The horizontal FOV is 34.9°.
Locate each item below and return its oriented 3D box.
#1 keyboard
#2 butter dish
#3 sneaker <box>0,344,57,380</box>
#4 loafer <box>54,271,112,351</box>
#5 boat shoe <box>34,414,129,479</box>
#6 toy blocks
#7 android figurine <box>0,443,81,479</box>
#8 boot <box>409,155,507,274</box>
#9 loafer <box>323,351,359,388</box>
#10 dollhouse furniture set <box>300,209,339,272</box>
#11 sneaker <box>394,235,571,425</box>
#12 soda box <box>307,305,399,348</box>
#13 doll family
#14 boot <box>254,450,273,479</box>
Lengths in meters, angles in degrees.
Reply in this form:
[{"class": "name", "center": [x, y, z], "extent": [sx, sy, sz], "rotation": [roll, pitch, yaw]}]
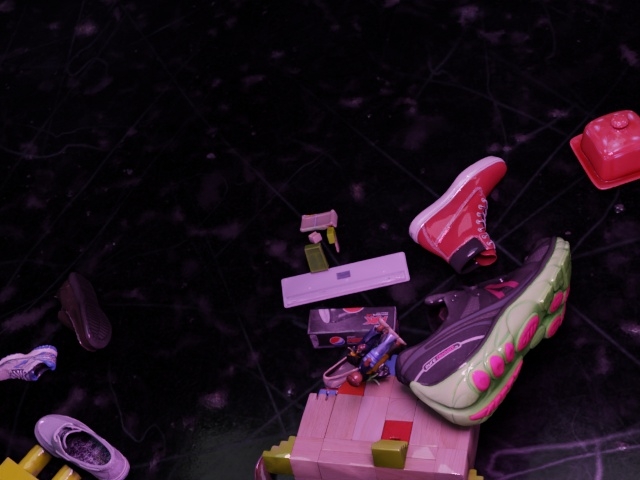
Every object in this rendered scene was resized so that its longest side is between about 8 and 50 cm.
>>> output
[{"class": "keyboard", "center": [0.048, 0.078, 2.039], "extent": [0.256, 0.014, 0.072], "rotation": [-13, 45, 5]}, {"class": "butter dish", "center": [0.597, -0.203, 2.037], "extent": [0.160, 0.118, 0.160], "rotation": [-19, 50, 1]}, {"class": "sneaker", "center": [-0.595, 0.258, 2.052], "extent": [0.135, 0.052, 0.058], "rotation": [-21, 54, -1]}, {"class": "loafer", "center": [-0.492, 0.159, 2.094], "extent": [0.078, 0.080, 0.220], "rotation": [-43, 40, 9]}, {"class": "boat shoe", "center": [-0.453, 0.374, 1.898], "extent": [0.227, 0.081, 0.079], "rotation": [22, 61, 29]}, {"class": "toy blocks", "center": [0.122, 0.312, 1.747], "extent": [0.381, 0.190, 0.261], "rotation": [1, 41, 16]}, {"class": "android figurine", "center": [-0.568, 0.504, 1.847], "extent": [0.248, 0.056, 0.273], "rotation": [26, 62, 31]}, {"class": "boot", "center": [0.320, -0.045, 2.014], "extent": [0.244, 0.088, 0.176], "rotation": [-44, 54, -9]}, {"class": "loafer", "center": [0.058, 0.232, 1.894], "extent": [0.125, 0.039, 0.045], "rotation": [-35, 51, -13]}, {"class": "dollhouse furniture set", "center": [0.000, 0.000, 2.104], "extent": [0.076, 0.058, 0.151], "rotation": [-12, 29, 11]}, {"class": "sneaker", "center": [0.292, 0.117, 1.758], "extent": [0.202, 0.185, 0.483], "rotation": [21, 37, 28]}, {"class": "soda box", "center": [0.063, 0.165, 1.937], "extent": [0.169, 0.053, 0.060], "rotation": [-3, 52, 13]}, {"class": "doll family", "center": [0.085, 0.192, 1.696], "extent": [0.111, 0.193, 0.076], "rotation": [-44, 69, -1]}, {"class": "boot", "center": [-0.062, 0.427, 1.774], "extent": [0.114, 0.037, 0.106], "rotation": [5, 67, 23]}]
